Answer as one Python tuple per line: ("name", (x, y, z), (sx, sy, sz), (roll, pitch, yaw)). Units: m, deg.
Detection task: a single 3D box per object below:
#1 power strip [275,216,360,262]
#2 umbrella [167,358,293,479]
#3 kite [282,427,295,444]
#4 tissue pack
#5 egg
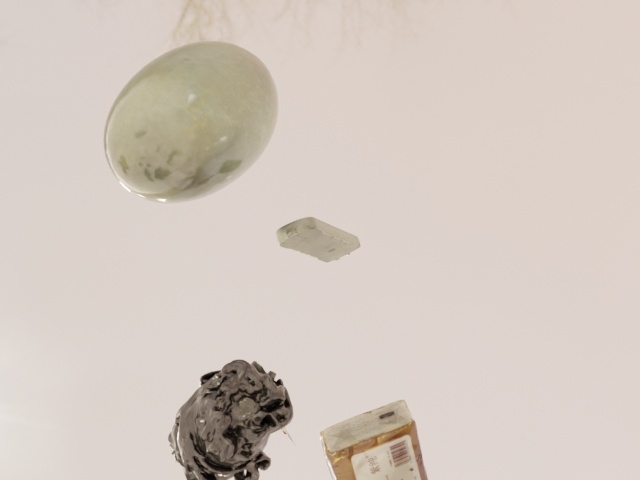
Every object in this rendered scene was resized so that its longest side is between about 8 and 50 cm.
("power strip", (0.000, 0.000, 1.782), (0.080, 0.227, 0.029), (-25, -112, 22))
("umbrella", (-0.129, 0.253, 1.222), (0.128, 0.154, 0.337), (34, -38, -2))
("kite", (-0.079, 0.266, 1.527), (0.122, 0.004, 0.090), (37, -29, 35))
("tissue pack", (0.110, 0.439, 1.900), (0.092, 0.183, 0.226), (-118, -169, -57))
("egg", (-0.221, -0.209, 1.731), (0.258, 0.352, 0.258), (33, -35, 27))
